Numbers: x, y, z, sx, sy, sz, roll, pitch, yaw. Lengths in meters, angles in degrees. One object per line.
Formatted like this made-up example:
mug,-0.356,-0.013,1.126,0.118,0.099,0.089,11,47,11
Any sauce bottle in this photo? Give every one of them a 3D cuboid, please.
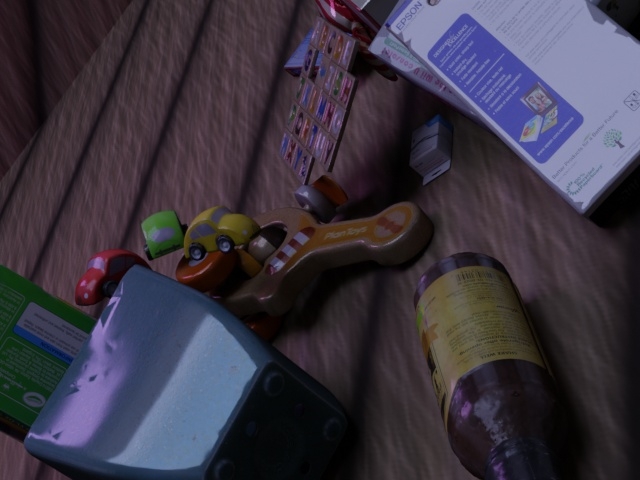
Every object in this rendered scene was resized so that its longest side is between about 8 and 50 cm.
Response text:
sauce bottle,0.159,0.141,1.160,0.111,0.111,0.344,-43,25,19

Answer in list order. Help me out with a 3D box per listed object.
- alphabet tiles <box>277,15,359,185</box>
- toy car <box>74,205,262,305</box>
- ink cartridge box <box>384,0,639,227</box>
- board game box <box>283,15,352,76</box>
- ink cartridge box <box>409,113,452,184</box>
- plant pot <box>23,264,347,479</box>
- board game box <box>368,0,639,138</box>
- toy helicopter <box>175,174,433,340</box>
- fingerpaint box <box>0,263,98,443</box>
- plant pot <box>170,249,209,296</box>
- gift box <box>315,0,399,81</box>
alphabet tiles,-0.002,-0.173,1.637,0.237,0.009,0.198,-127,52,-67
toy car,-0.198,0.000,1.608,0.239,0.053,0.225,-21,13,-4
ink cartridge box,0.228,-0.181,1.332,0.165,0.065,0.333,-47,59,12
board game box,0.025,-0.327,2.053,0.145,0.027,0.281,-55,17,-3
ink cartridge box,0.140,-0.115,1.623,0.048,0.028,0.083,-35,31,34
plant pot,-0.119,0.203,1.421,0.252,0.248,0.247,8,63,49
board game box,0.231,-0.279,1.452,0.224,0.097,0.303,37,96,32
toy helicopter,0.000,0.000,1.642,0.355,0.140,0.235,-10,38,41
fingerpaint box,-0.433,0.141,1.666,0.163,0.444,0.371,-61,7,-17
plant pot,-0.152,0.058,1.812,0.109,0.096,0.109,-24,37,46
gift box,0.139,-0.334,1.667,0.258,0.276,0.255,-45,39,6
